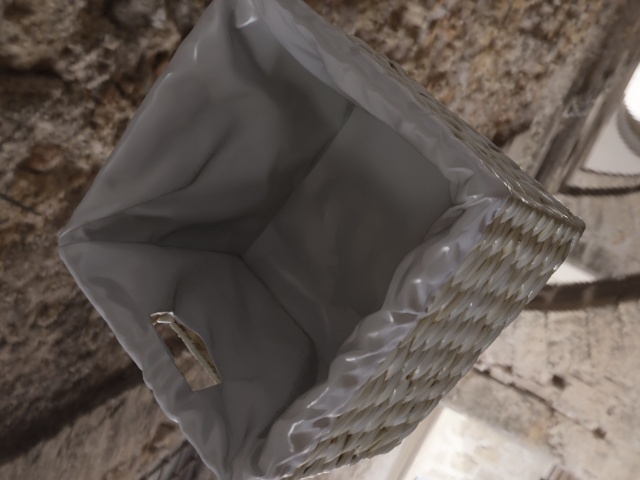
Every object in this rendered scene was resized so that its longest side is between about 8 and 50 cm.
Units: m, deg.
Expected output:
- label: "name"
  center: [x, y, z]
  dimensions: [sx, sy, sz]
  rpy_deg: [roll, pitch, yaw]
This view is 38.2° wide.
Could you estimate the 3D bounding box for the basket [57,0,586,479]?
- label: "basket"
  center: [0.000, 0.000, 0.841]
  dimensions: [0.328, 0.331, 0.266]
  rpy_deg: [47, -163, 29]
